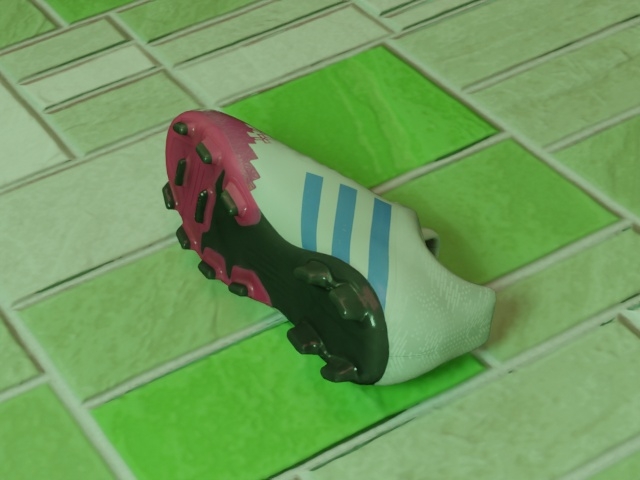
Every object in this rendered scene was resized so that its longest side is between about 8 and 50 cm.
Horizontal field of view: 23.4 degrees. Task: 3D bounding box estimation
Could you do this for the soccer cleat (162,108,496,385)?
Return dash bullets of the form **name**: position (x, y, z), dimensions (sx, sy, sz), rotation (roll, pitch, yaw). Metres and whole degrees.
- **soccer cleat**: position (0.000, 0.000, 1.165), dimensions (0.143, 0.116, 0.331), rotation (-10, 37, -31)
